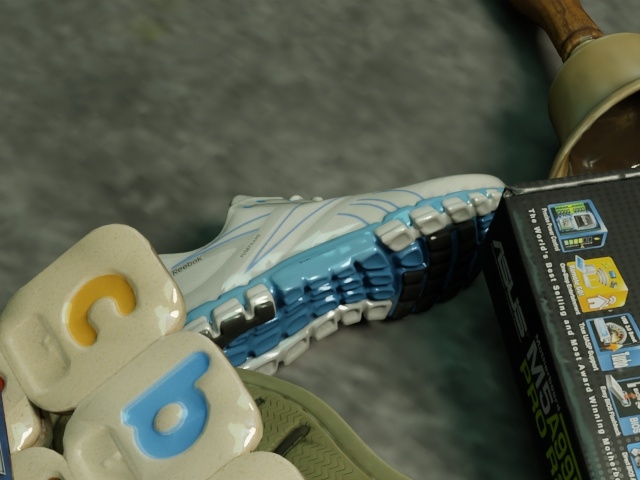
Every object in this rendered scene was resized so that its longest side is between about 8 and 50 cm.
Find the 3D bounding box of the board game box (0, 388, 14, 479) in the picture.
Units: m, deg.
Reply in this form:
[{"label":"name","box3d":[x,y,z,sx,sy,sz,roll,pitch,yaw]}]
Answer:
[{"label":"board game box","box3d":[-0.180,0.149,0.550,0.165,0.042,0.243,-21,63,14]}]

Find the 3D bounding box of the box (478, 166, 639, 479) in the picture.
[{"label":"box","box3d":[0.206,0.089,0.662,0.216,0.060,0.270,-8,63,-10]}]

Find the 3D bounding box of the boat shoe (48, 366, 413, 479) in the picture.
[{"label":"boat shoe","box3d":[0.006,0.138,0.601,0.302,0.103,0.113,21,48,38]}]

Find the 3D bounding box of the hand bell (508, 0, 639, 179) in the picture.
[{"label":"hand bell","box3d":[0.134,-0.101,0.822,0.126,0.126,0.242,-9,41,-12]}]

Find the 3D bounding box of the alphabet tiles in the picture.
[{"label":"alphabet tiles","box3d":[-0.137,0.134,0.575,0.278,0.021,0.284,-39,60,5]}]

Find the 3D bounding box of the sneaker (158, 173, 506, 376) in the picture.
[{"label":"sneaker","box3d":[0.000,0.000,0.735,0.190,0.071,0.083,-21,51,-20]}]
